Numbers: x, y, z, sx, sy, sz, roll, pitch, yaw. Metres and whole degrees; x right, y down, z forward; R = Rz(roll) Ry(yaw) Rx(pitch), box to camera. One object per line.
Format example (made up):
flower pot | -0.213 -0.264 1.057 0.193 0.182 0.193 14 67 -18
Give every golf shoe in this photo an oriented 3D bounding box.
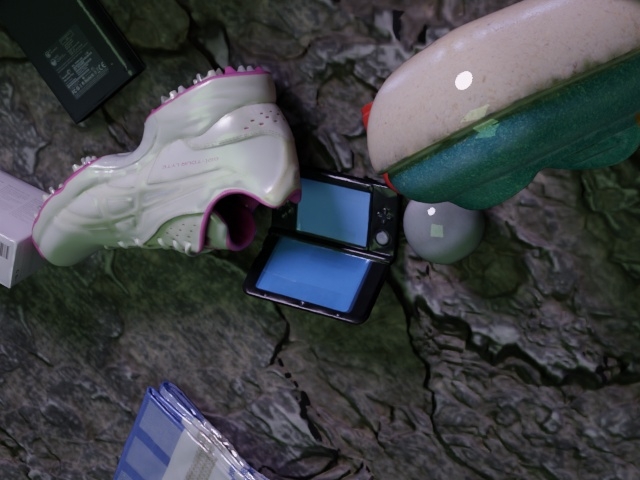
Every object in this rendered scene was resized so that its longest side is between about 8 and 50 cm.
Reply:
golf shoe | -0.142 -0.030 1.079 0.306 0.115 0.140 -32 84 35

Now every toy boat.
toy boat | 0.137 -0.077 0.885 0.148 0.267 0.318 65 153 1

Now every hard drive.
hard drive | -0.235 -0.188 1.120 0.094 0.022 0.135 -33 95 34

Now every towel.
towel | -0.101 0.300 1.233 0.285 0.034 0.209 40 125 22

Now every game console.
game console | 0.000 0.000 1.057 0.122 0.071 0.107 14 117 20

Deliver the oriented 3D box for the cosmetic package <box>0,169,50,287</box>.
cosmetic package | -0.373 -0.041 1.211 0.239 0.099 0.060 26 123 15
